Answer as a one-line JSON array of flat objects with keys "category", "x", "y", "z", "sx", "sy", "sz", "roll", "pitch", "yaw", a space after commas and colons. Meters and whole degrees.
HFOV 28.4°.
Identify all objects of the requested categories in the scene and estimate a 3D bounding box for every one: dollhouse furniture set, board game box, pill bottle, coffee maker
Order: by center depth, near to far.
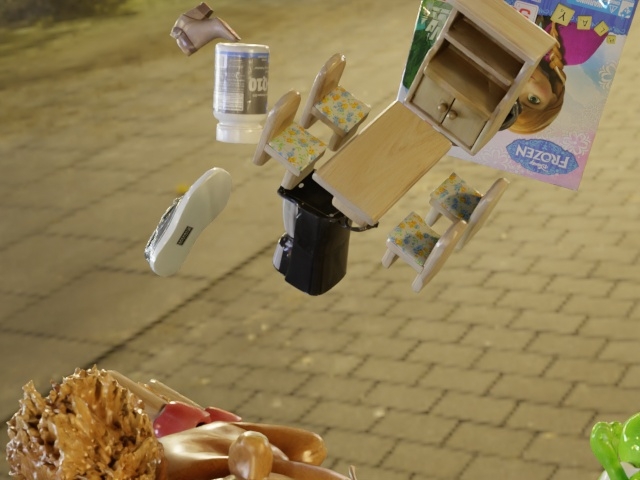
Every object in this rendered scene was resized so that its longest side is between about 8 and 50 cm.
[{"category": "dollhouse furniture set", "x": 0.098, "y": -0.118, "z": 1.230, "sx": 0.212, "sy": 0.161, "sz": 0.242, "roll": 39, "pitch": 54, "yaw": 10}, {"category": "pill bottle", "x": -0.112, "y": -0.208, "z": 1.788, "sx": 0.078, "sy": 0.137, "sz": 0.078, "roll": 3, "pitch": 11, "yaw": -1}, {"category": "board game box", "x": 0.294, "y": -0.270, "z": 1.968, "sx": 0.318, "sy": 0.318, "sz": 0.066, "roll": 16, "pitch": 23, "yaw": 7}, {"category": "coffee maker", "x": 0.000, "y": 0.000, "z": 2.064, "sx": 0.120, "sy": 0.178, "sz": 0.171, "roll": -18, "pitch": 47, "yaw": -24}]

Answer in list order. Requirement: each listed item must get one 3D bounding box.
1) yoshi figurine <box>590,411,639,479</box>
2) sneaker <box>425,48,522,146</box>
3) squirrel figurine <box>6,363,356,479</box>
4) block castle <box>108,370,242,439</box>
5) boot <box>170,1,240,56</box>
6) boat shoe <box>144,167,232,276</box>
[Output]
[{"category": "yoshi figurine", "x": 0.466, "y": 0.305, "z": 1.692, "sx": 0.203, "sy": 0.204, "sz": 0.362, "roll": -28, "pitch": -3, "yaw": -7}, {"category": "sneaker", "x": 0.217, "y": -0.187, "z": 1.796, "sx": 0.097, "sy": 0.276, "sz": 0.135, "roll": -40, "pitch": 72, "yaw": -11}, {"category": "squirrel figurine", "x": -0.136, "y": 0.290, "z": 1.256, "sx": 0.397, "sy": 0.281, "sz": 0.370, "roll": 18, "pitch": -11, "yaw": -9}, {"category": "block castle", "x": -0.286, "y": 0.421, "z": 1.783, "sx": 0.212, "sy": 0.453, "sz": 0.303, "roll": 29, "pitch": -5, "yaw": 12}, {"category": "boot", "x": -0.202, "y": -0.352, "z": 2.181, "sx": 0.118, "sy": 0.087, "sz": 0.042, "roll": 47, "pitch": 8, "yaw": 27}, {"category": "boat shoe", "x": -0.239, "y": -0.043, "z": 2.210, "sx": 0.077, "sy": 0.219, "sz": 0.070, "roll": 28, "pitch": 12, "yaw": -44}]
